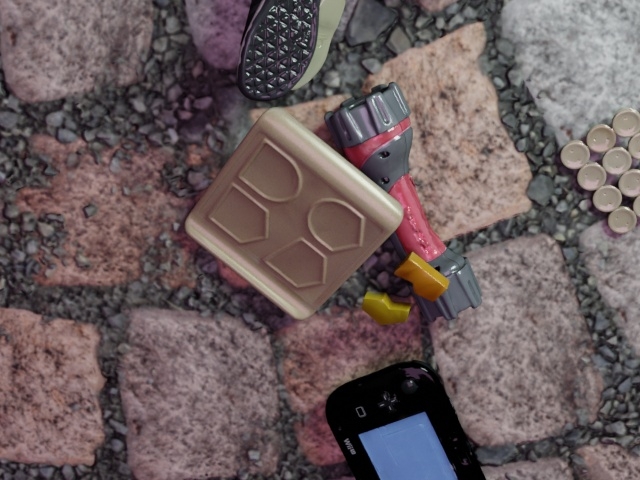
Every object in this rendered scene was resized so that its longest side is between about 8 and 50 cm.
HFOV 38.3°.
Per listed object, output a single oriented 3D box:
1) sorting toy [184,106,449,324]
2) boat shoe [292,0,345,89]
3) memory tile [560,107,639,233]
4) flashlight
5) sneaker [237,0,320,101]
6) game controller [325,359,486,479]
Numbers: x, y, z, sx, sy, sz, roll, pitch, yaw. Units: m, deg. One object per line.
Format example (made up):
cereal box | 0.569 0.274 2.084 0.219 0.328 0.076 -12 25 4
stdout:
sorting toy | 0.000 0.000 1.170 0.307 0.041 0.229 39 125 -4
boat shoe | -0.015 -0.251 1.143 0.049 0.042 0.133 13 109 -40
memory tile | 0.391 -0.088 1.187 0.113 0.012 0.148 -34 102 20
flashlight | 0.114 -0.044 1.162 0.103 0.103 0.304 -25 101 11
sneaker | -0.043 -0.279 1.107 0.084 0.097 0.234 17 95 -19
game controller | 0.134 0.318 1.272 0.167 0.067 0.319 -24 102 6
